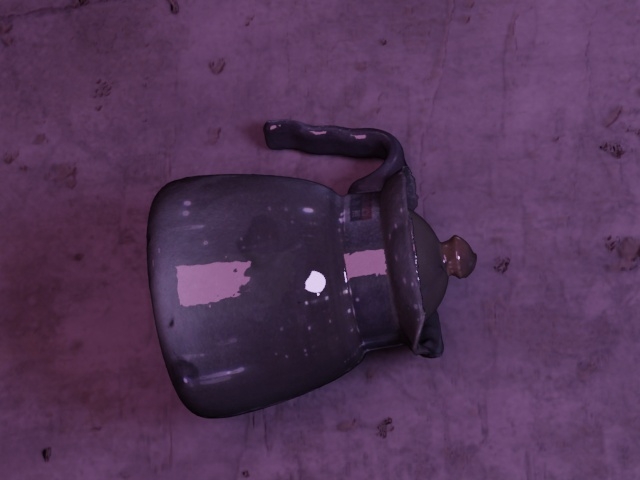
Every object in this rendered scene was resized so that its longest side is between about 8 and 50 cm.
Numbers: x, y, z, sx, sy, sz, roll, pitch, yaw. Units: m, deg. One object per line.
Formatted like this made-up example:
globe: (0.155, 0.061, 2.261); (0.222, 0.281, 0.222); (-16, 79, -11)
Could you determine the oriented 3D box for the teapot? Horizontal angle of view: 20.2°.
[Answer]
teapot: (0.004, 0.023, 1.674); (0.285, 0.305, 0.223); (-8, 108, 7)
